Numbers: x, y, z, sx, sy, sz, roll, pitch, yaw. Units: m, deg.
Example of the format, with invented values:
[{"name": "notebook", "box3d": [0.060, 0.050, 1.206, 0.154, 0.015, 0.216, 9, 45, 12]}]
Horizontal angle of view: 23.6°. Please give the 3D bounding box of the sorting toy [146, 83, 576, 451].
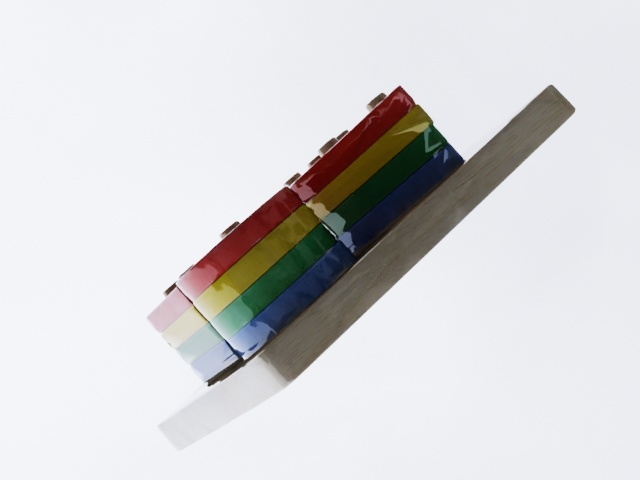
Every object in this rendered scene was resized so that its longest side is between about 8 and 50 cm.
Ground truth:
[{"name": "sorting toy", "box3d": [0.000, 0.000, 0.977, 0.257, 0.255, 0.089, -42, -89, -25]}]
